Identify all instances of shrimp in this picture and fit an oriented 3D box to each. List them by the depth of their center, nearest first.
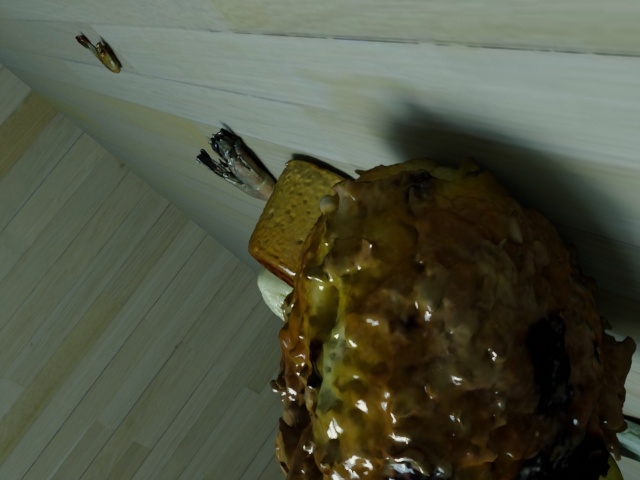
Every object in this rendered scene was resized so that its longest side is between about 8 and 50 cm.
[{"bbox_3d":[-0.364,-0.308,1.075,0.083,0.023,0.114,39,174,-2],"label":"shrimp"},{"bbox_3d":[-0.151,-0.133,1.112,0.152,0.046,0.219,27,168,26],"label":"shrimp"}]

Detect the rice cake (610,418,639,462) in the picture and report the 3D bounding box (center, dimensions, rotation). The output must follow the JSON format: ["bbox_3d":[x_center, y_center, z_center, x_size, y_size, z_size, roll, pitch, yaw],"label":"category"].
[{"bbox_3d":[0.487,0.318,1.055,0.127,0.043,0.237,38,172,-9],"label":"rice cake"}]

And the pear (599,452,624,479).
[{"bbox_3d":[0.391,0.398,1.087,0.208,0.209,0.209,35,170,7],"label":"pear"}]

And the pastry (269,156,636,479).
[{"bbox_3d":[0.118,0.135,0.626,0.292,0.338,0.405,16,160,41],"label":"pastry"}]

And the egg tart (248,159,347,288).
[{"bbox_3d":[0.000,0.000,0.927,0.202,0.147,0.202,33,171,6],"label":"egg tart"}]

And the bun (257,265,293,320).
[{"bbox_3d":[-0.009,0.123,1.511,0.259,0.160,0.259,35,154,20],"label":"bun"}]
